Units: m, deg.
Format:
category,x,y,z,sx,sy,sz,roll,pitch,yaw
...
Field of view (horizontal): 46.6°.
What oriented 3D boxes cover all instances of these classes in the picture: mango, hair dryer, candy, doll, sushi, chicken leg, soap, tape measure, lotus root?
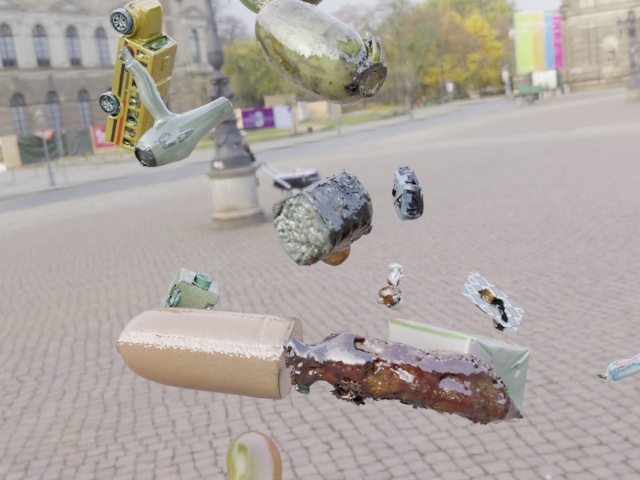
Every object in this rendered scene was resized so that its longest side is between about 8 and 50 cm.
category,x,y,z,sx,sy,sz,roll,pitch,yaw
mango,-0.164,0.577,1.844,0.129,0.146,0.289,-43,24,15
hair dryer,-0.271,-0.264,1.438,0.219,0.225,0.088,-16,10,-39
candy,0.387,0.158,0.927,0.083,0.030,0.020,-32,21,28
doll,0.120,0.075,1.219,0.040,0.085,0.058,-4,-23,23
sushi,0.008,-0.039,1.274,0.127,0.124,0.225,-29,-4,-22
sushi,0.311,0.119,1.373,0.126,0.026,0.120,39,29,7
chicken leg,0.080,0.126,0.674,0.233,0.063,0.105,11,-15,4
soap,0.232,0.225,1.298,0.182,0.139,0.199,14,-4,-40
tape measure,0.173,-0.085,1.465,0.054,0.094,0.091,-8,41,-8
lotus root,-0.019,-0.363,1.391,0.309,0.173,0.173,41,35,24

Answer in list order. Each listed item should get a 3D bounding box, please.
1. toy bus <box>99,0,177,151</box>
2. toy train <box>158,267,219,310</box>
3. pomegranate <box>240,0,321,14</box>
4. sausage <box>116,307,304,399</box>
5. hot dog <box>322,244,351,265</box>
category,x,y,z,sx,sy,sz,roll,pitch,yaw
toy bus,-0.404,-0.367,1.666,0.123,0.336,0.121,29,36,10
toy train,-0.366,0.213,1.931,0.129,0.326,0.159,23,16,-19
pomegranate,-0.105,-0.626,1.735,0.358,0.216,0.310,-6,29,40
sausage,-0.159,0.161,1.097,0.252,0.123,0.123,5,12,12
hot dog,0.001,0.000,1.704,0.147,0.099,0.065,25,22,-13
